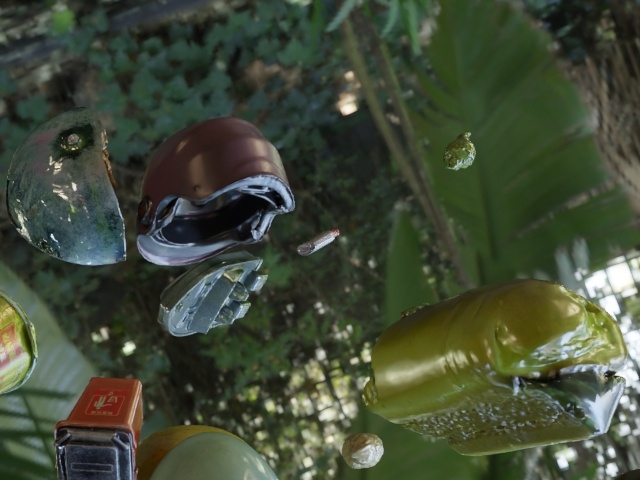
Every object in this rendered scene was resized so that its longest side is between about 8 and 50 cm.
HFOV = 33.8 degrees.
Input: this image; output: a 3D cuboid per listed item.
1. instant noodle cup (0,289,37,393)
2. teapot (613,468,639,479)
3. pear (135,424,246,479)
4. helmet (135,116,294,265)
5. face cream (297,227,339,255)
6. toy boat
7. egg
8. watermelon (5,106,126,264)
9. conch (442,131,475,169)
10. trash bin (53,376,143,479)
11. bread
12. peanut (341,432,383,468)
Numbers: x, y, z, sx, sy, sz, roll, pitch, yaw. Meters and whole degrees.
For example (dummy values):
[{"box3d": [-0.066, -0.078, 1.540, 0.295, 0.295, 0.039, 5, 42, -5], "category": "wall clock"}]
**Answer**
[{"box3d": [-0.815, 0.259, 2.333, 0.311, 0.311, 0.221, -20, -165, 24], "category": "instant noodle cup"}, {"box3d": [0.536, 0.495, 1.678, 0.185, 0.267, 0.175, -27, -161, 43], "category": "teapot"}, {"box3d": [-0.278, 0.582, 2.307, 0.362, 0.362, 0.418, -23, 165, -7], "category": "pear"}, {"box3d": [-0.213, -0.103, 1.971, 0.271, 0.197, 0.338, 2, 155, -40], "category": "helmet"}, {"box3d": [0.000, 0.000, 1.686, 0.040, 0.021, 0.083, -21, -173, 45], "category": "face cream"}, {"box3d": [-0.186, 0.094, 1.746, 0.141, 0.092, 0.319, -58, 166, 13], "category": "toy boat"}, {"box3d": [-0.176, 0.519, 1.782, 0.276, 0.389, 0.276, -6, 160, -2], "category": "egg"}, {"box3d": [-0.475, -0.115, 1.915, 0.188, 0.322, 0.175, -16, 146, -25], "category": "watermelon"}, {"box3d": [0.315, -0.199, 2.400, 0.089, 0.074, 0.121, -55, -172, 48], "category": "conch"}, {"box3d": [-0.435, 0.398, 2.130, 0.161, 0.184, 0.238, 3, -156, 1], "category": "trash bin"}, {"box3d": [0.243, 0.169, 1.454, 0.376, 0.251, 0.208, -28, -142, 62], "category": "bread"}, {"box3d": [0.091, 0.453, 2.273, 0.082, 0.082, 0.187, -21, 165, 9], "category": "peanut"}]
